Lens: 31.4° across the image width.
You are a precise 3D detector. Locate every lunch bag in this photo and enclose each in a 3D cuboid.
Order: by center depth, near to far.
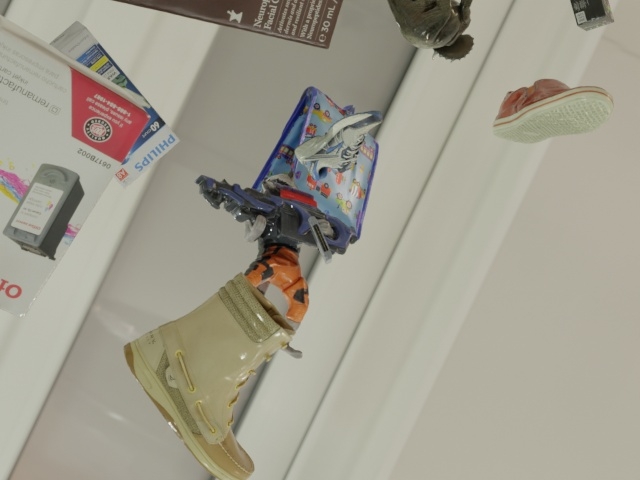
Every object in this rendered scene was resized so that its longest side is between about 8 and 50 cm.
[{"bbox_3d":[0.015,-0.174,2.448,0.221,0.293,0.138,36,155,-32],"label":"lunch bag"}]

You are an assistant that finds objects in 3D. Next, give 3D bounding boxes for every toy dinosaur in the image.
[{"bbox_3d":[0.213,-0.417,2.121,0.121,0.160,0.313,22,-167,33],"label":"toy dinosaur"}]

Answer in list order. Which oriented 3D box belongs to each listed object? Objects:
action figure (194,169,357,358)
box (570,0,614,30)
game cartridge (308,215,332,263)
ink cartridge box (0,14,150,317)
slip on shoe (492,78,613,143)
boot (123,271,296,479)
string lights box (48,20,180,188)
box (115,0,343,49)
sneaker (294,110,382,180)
[{"bbox_3d":[-0.120,0.012,2.096,0.341,0.330,0.178,27,152,-25],"label":"action figure"},{"bbox_3d":[0.455,-0.392,1.910,0.052,0.062,0.083,-16,177,24],"label":"box"},{"bbox_3d":[0.000,0.000,2.013,0.056,0.017,0.083,109,138,-79],"label":"game cartridge"},{"bbox_3d":[-0.386,-0.092,1.382,0.226,0.306,0.131,29,-174,-31],"label":"ink cartridge box"},{"bbox_3d":[0.403,-0.240,2.001,0.123,0.101,0.331,14,175,-15],"label":"slip on shoe"},{"bbox_3d":[-0.111,0.188,1.521,0.262,0.203,0.095,56,179,-20],"label":"boot"},{"bbox_3d":[-0.375,-0.230,1.944,0.260,0.133,0.077,51,173,-30],"label":"string lights box"},{"bbox_3d":[-0.147,-0.424,1.663,0.381,0.191,0.143,9,-156,-20],"label":"box"},{"bbox_3d":[0.032,-0.117,1.421,0.052,0.135,0.058,-17,-100,-51],"label":"sneaker"}]
